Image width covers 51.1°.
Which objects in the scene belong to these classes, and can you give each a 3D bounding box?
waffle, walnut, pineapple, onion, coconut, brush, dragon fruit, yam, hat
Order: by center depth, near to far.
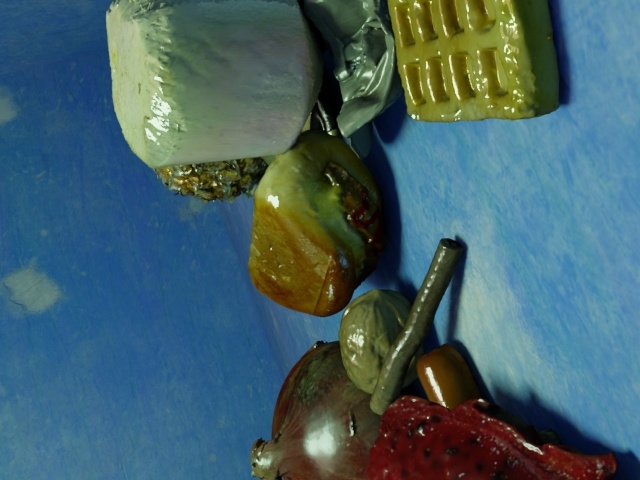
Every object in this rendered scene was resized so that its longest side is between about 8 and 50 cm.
[{"bbox_3d":[0.147,-0.238,0.708,0.248,0.055,0.221,-153,48,-69],"label":"waffle"},{"bbox_3d":[0.258,0.323,0.835,0.329,0.286,0.228,-36,27,38],"label":"dragon fruit"},{"bbox_3d":[0.283,0.285,0.895,0.164,0.014,0.051,108,144,-66],"label":"brush"},{"bbox_3d":[0.073,-0.243,0.955,0.244,0.149,0.214,7,-115,-65],"label":"hat"},{"bbox_3d":[-0.140,-0.258,0.997,0.297,0.309,0.297,34,131,52],"label":"coconut"},{"bbox_3d":[0.138,0.135,1.000,0.045,0.045,0.327,-54,-16,-57],"label":"yam"},{"bbox_3d":[0.104,0.166,1.138,0.155,0.155,0.184,-144,40,-66],"label":"walnut"},{"bbox_3d":[0.050,0.365,1.307,0.353,0.353,0.354,162,90,-75],"label":"onion"},{"bbox_3d":[-0.250,-0.245,1.580,0.300,0.352,0.352,-154,48,-67],"label":"pineapple"}]

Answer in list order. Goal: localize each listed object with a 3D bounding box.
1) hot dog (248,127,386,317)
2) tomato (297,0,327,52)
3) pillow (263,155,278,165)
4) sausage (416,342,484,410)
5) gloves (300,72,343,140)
[{"bbox_3d":[0.001,-0.002,1.190,0.223,0.185,0.405,36,153,11],"label":"hot dog"},{"bbox_3d":[-0.033,-0.411,1.073,0.228,0.101,0.228,46,163,18],"label":"tomato"},{"bbox_3d":[-0.074,-0.171,1.383,0.302,0.075,0.185,54,-177,-12],"label":"pillow"},{"bbox_3d":[0.209,0.251,0.996,0.076,0.076,0.197,108,141,-65],"label":"sausage"},{"bbox_3d":[-0.061,-0.275,1.219,0.301,0.152,0.197,59,-163,6],"label":"gloves"}]
